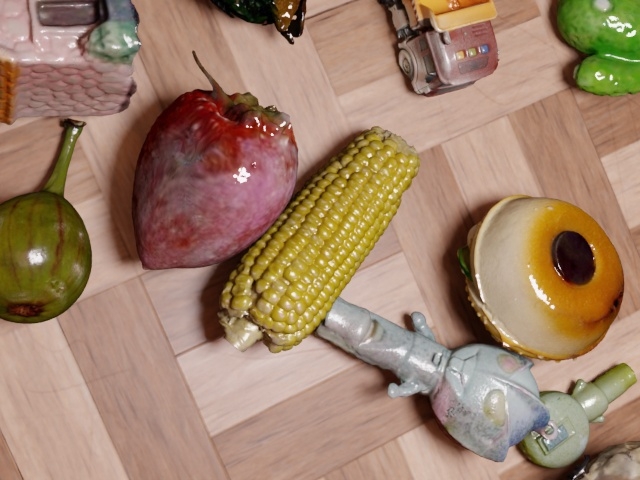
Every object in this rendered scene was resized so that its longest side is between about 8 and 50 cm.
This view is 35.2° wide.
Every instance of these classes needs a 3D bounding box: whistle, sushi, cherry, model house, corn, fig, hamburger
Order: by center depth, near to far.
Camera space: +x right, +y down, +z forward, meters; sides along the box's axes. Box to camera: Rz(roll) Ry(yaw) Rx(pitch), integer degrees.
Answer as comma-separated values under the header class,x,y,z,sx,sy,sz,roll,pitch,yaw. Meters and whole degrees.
class,x,y,z,sx,sy,sz,roll,pitch,yaw
model house,-0.339,-0.267,1.120,0.237,0.202,0.237,-6,83,-18
fig,-0.336,-0.029,1.172,0.151,0.151,0.259,8,53,-16
cherry,-0.135,-0.067,1.193,0.192,0.175,0.249,33,86,13
sushi,-0.121,-0.365,1.229,0.287,0.149,0.140,32,82,-18
corn,0.000,0.000,1.253,0.130,0.130,0.347,43,73,-10
whistle,0.155,0.174,1.299,0.346,0.134,0.142,27,83,-4
hamburger,0.293,0.048,1.318,0.237,0.147,0.237,11,66,-26
whistle,0.356,0.233,1.380,0.198,0.057,0.104,-30,96,-15

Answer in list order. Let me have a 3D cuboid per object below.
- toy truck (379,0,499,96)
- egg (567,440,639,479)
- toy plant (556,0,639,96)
class,x,y,z,sx,sy,sz,roll,pitch,yaw
toy truck,0.147,-0.331,1.314,0.114,0.135,0.270,-18,91,-18
egg,0.429,0.390,1.292,0.310,0.279,0.279,-30,96,9
toy plant,0.478,-0.270,1.412,0.316,0.184,0.224,26,74,3
